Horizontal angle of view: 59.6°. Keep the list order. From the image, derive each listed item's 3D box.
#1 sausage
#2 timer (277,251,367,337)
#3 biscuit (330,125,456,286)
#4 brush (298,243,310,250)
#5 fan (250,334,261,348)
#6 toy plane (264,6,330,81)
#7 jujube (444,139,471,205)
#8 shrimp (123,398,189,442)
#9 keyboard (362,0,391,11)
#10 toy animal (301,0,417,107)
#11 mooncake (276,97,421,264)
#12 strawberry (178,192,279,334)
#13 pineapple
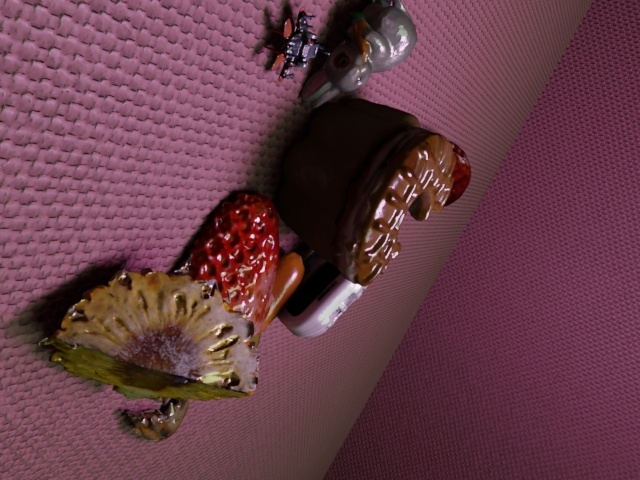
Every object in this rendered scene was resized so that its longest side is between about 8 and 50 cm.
[{"bbox_3d":[-0.121,0.133,1.372,0.238,0.098,0.098,-55,157,-4],"label":"sausage"},{"bbox_3d":[0.001,0.124,1.420,0.262,0.237,0.087,-45,118,-7],"label":"timer"},{"bbox_3d":[0.154,-0.088,1.138,0.366,0.115,0.268,-45,148,-32],"label":"biscuit"},{"bbox_3d":[0.000,0.000,1.540,0.193,0.016,0.063,-22,139,-55],"label":"brush"},{"bbox_3d":[-0.234,0.335,1.503,0.229,0.011,0.335,-42,151,-33],"label":"fan"},{"bbox_3d":[-0.025,-0.341,0.987,0.189,0.061,0.130,-22,138,-55],"label":"toy plane"},{"bbox_3d":[0.349,-0.217,1.751,0.318,0.223,0.223,10,111,-58],"label":"jujube"},{"bbox_3d":[-0.353,0.385,1.267,0.145,0.059,0.254,-51,157,-22],"label":"shrimp"},{"bbox_3d":[0.107,-0.456,1.156,0.093,0.025,0.230,-13,131,-57],"label":"keyboard"},{"bbox_3d":[0.074,-0.347,1.079,0.251,0.127,0.125,-48,179,1],"label":"toy animal"},{"bbox_3d":[0.067,-0.140,1.281,0.378,0.200,0.378,-43,149,-34],"label":"mooncake"},{"bbox_3d":[-0.161,0.074,1.137,0.265,0.149,0.336,-10,127,-59],"label":"strawberry"},{"bbox_3d":[-0.289,0.161,0.989,0.286,0.344,0.209,-39,-144,55],"label":"pineapple"}]
